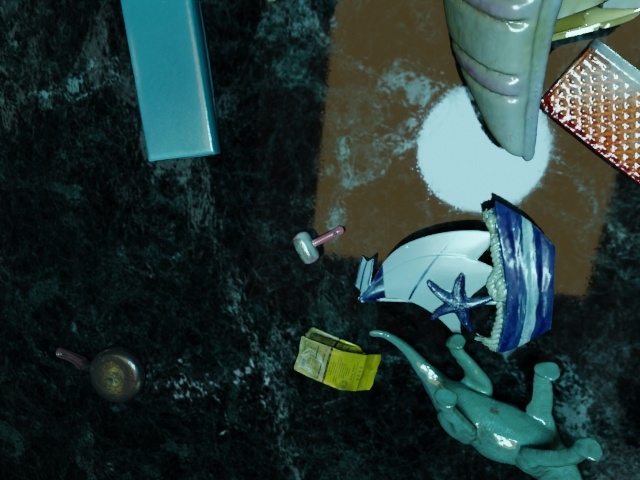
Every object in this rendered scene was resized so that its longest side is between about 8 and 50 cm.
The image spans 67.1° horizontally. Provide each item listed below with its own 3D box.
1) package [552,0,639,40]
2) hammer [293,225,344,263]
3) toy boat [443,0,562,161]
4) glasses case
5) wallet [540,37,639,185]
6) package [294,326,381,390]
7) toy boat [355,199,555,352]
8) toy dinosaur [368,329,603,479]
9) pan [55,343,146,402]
[{"bbox_3d":[0.271,-0.396,0.548,0.165,0.221,0.311,-14,98,-21],"label":"package"},{"bbox_3d":[0.000,0.000,0.767,0.083,0.031,0.052,-27,96,10],"label":"hammer"},{"bbox_3d":[0.180,-0.270,0.497,0.111,0.293,0.276,-12,63,-9],"label":"toy boat"},{"bbox_3d":[-0.228,-0.280,0.753,0.117,0.070,0.301,-4,99,11],"label":"glasses case"},{"bbox_3d":[0.389,-0.154,0.615,0.196,0.020,0.103,41,110,5],"label":"wallet"},{"bbox_3d":[0.027,0.199,0.790,0.131,0.047,0.071,21,104,13],"label":"package"},{"bbox_3d":[0.200,0.077,0.705,0.292,0.070,0.210,-25,94,28],"label":"toy boat"},{"bbox_3d":[0.257,0.308,0.733,0.383,0.129,0.331,19,139,32],"label":"toy dinosaur"},{"bbox_3d":[-0.442,0.249,0.949,0.212,0.040,0.115,13,100,13],"label":"pan"}]
